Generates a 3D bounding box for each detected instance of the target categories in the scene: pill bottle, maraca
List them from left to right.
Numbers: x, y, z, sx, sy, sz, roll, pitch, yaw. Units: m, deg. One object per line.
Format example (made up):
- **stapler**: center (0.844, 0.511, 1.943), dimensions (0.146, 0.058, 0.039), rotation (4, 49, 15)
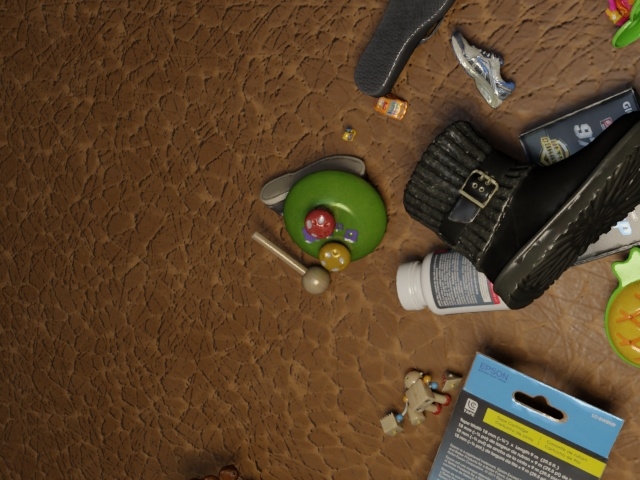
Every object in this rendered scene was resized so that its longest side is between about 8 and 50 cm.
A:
- **pill bottle**: center (0.220, 0.065, 1.201), dimensions (0.180, 0.108, 0.108), rotation (-8, 96, 27)
- **maraca**: center (0.480, 0.099, 1.079), dimensions (0.127, 0.099, 0.186), rotation (-1, 102, 17)

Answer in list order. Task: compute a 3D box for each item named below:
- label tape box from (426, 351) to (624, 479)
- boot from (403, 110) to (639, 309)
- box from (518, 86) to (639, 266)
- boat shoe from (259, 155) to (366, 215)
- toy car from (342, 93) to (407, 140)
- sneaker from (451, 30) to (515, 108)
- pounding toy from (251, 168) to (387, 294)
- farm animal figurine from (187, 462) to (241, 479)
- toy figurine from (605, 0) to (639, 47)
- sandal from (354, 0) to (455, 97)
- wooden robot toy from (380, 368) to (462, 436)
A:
- **label tape box**: center (0.320, 0.360, 1.207), dimensions (0.240, 0.106, 0.334), rotation (24, 109, 21)
- **boot**: center (0.297, -0.102, 1.064), dimensions (0.348, 0.131, 0.260), rotation (-47, 55, 14)
- **box**: center (0.418, -0.091, 1.103), dimensions (0.175, 0.051, 0.220), rotation (-21, 89, 30)
- **boat shoe**: center (-0.006, -0.093, 1.325), dimensions (0.206, 0.075, 0.065), rotation (-15, 136, 23)
- **toy car**: center (0.090, -0.199, 1.255), dimensions (0.060, 0.040, 0.122), rotation (46, 115, 12)
- **sneaker**: center (0.255, -0.275, 1.159), dimensions (0.058, 0.052, 0.135), rotation (-35, 91, 18)
- **pounding toy**: center (0.000, 0.000, 1.263), dimensions (0.183, 0.110, 0.237), rotation (38, 123, -13)
- **farm animal figurine**: center (-0.144, 0.580, 1.461), dimensions (0.330, 0.172, 0.327), rotation (41, 127, 6)
- **toy figurine**: center (0.426, -0.386, 1.030), dimensions (0.159, 0.130, 0.173), rotation (60, 143, 20)
- **sandal**: center (0.143, -0.346, 1.195), dimensions (0.254, 0.054, 0.097), rotation (-52, 59, 25)
- **wooden robot toy**: center (0.171, 0.266, 1.302), dimensions (0.173, 0.076, 0.079), rotation (-49, 42, 25)
